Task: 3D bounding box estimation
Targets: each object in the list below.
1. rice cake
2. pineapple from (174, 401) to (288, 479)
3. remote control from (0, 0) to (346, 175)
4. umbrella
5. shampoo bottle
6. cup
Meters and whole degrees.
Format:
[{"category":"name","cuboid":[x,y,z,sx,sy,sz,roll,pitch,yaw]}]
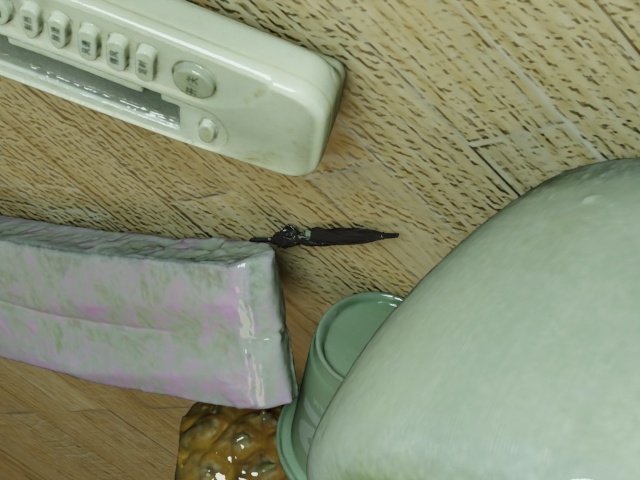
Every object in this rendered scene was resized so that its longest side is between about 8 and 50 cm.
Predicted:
[{"category":"rice cake","cuboid":[-0.141,0.043,0.961,0.297,0.050,0.106,6,113,35]},{"category":"pineapple","cuboid":[0.056,0.212,1.089,0.340,0.169,0.169,7,151,8]},{"category":"remote control","cuboid":[-0.100,-0.100,0.722,0.230,0.049,0.090,20,154,4]},{"category":"umbrella","cuboid":[-0.002,-0.001,0.868,0.122,0.013,0.022,-6,147,45]},{"category":"shampoo bottle","cuboid":[0.157,0.134,0.680,0.322,0.317,0.322,28,160,11]},{"category":"cup","cuboid":[0.034,0.105,0.938,0.120,0.120,0.141,19,142,8]}]
